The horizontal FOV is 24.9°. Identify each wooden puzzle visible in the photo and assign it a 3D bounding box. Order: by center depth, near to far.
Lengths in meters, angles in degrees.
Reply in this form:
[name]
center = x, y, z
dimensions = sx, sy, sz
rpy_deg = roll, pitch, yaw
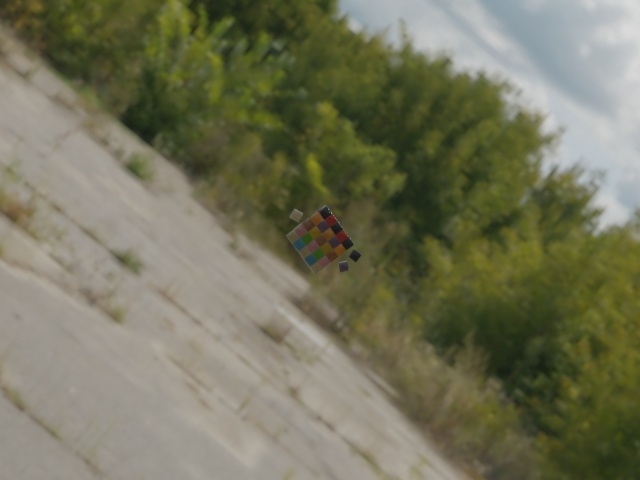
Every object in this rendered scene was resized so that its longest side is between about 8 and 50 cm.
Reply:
[wooden puzzle]
center = 0.000, 0.000, 1.414
dimensions = 0.083, 0.049, 0.006
rpy_deg = 54, -5, -17
